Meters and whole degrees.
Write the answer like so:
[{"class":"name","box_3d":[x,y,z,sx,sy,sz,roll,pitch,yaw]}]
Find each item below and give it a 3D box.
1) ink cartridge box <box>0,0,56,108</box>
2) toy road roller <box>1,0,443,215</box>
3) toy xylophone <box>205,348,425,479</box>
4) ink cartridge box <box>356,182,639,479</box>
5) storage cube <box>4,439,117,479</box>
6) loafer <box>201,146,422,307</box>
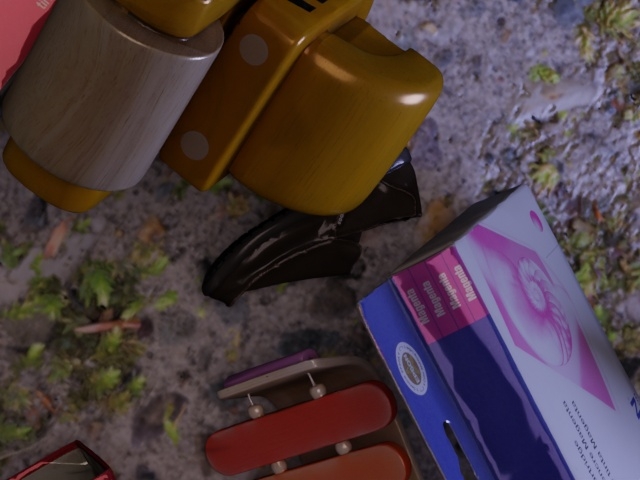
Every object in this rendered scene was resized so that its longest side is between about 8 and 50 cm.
[{"class":"ink cartridge box","box_3d":[-0.361,-0.268,1.506,0.384,0.279,0.160,39,82,-8]},{"class":"toy road roller","box_3d":[-0.056,-0.119,1.451,0.240,0.329,0.202,37,121,5]},{"class":"toy xylophone","box_3d":[0.049,0.228,1.617,0.081,0.236,0.323,-25,85,-53]},{"class":"ink cartridge box","box_3d":[0.179,0.137,1.593,0.071,0.330,0.324,-26,94,23]},{"class":"storage cube","box_3d":[-0.215,0.295,1.547,0.183,0.215,0.193,-29,99,-12]},{"class":"loafer","box_3d":[0.000,0.000,1.670,0.220,0.080,0.078,-32,93,-12]}]
